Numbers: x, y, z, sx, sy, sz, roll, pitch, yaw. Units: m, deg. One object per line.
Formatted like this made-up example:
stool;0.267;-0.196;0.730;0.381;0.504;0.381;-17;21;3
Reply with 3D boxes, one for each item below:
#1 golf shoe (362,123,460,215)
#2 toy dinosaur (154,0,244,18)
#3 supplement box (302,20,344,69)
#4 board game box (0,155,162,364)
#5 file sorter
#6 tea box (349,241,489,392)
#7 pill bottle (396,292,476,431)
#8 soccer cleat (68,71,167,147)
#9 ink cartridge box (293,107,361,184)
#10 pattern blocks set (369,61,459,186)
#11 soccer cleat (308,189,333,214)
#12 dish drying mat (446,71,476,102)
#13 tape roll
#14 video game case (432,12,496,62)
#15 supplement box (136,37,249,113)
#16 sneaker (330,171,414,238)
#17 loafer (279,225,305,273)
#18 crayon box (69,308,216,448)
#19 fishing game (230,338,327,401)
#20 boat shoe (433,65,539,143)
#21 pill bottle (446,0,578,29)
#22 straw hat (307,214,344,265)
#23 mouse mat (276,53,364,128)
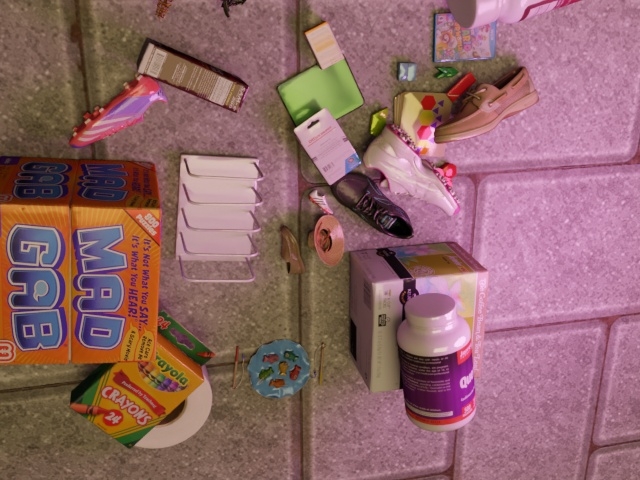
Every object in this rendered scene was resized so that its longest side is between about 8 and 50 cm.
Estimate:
golf shoe;0.234;-0.159;1.903;0.140;0.115;0.306;-41;109;14
toy dinosaur;-0.239;-0.619;1.623;0.218;0.164;0.322;42;115;-10
supplement box;0.007;-0.470;1.777;0.062;0.036;0.098;-28;110;-3
board game box;-0.550;0.033;1.652;0.357;0.356;0.356;1;111;-15
file sorter;-0.245;-0.054;1.802;0.193;0.173;0.277;1;110;-16
tea box;0.259;0.202;2.009;0.324;0.220;0.328;-6;112;-13
pill bottle;0.287;0.301;1.833;0.182;0.181;0.322;-13;114;-10
soccer cleat;-0.470;-0.284;1.706;0.248;0.083;0.095;-41;120;0
ink cartridge box;0.012;-0.243;1.852;0.104;0.060;0.180;-35;119;0
pattern blocks set;0.264;-0.297;1.922;0.286;0.026;0.324;8;108;-18
soccer cleat;0.007;-0.100;1.930;0.083;0.029;0.035;38;102;-20
dish drying mat;0.361;-0.393;1.891;0.083;0.008;0.032;-43;114;3
tape roll;-0.434;0.409;1.972;0.286;0.100;0.286;-5;112;-12
video game case;0.366;-0.517;1.870;0.167;0.015;0.119;-7;112;-13
supplement box;-0.293;-0.377;1.686;0.240;0.130;0.073;21;104;-22
sneaker;0.145;-0.089;1.930;0.267;0.106;0.101;31;101;-22
loafer;-0.081;0.031;1.942;0.050;0.056;0.148;-25;115;-11
crayon box;-0.439;0.348;1.847;0.318;0.081;0.202;-43;115;4
fishing game;-0.115;0.369;2.075;0.264;0.041;0.189;4;107;-16
boat shoe;0.408;-0.342;1.873;0.341;0.122;0.110;-30;107;-27
pill bottle;0.502;-0.647;1.741;0.392;0.224;0.224;-20;114;-7
straw hat;0.000;0.000;1.946;0.061;0.144;0.144;-5;120;33
mouse mat;0.002;-0.362;1.838;0.190;0.007;0.152;-29;115;-1
